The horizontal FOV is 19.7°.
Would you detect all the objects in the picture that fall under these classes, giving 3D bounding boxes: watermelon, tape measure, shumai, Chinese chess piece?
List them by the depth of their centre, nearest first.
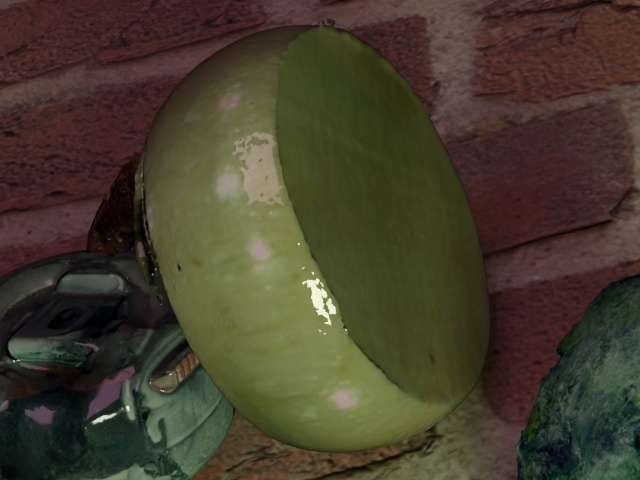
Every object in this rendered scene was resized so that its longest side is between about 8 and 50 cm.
[{"bbox_3d":[0.228,0.170,1.331,0.148,0.318,0.226,2,10,30],"label":"watermelon"},{"bbox_3d":[0.000,0.000,1.491,0.146,0.349,0.349,-21,42,27],"label":"Chinese chess piece"},{"bbox_3d":[-0.201,0.110,1.588,0.256,0.147,0.275,-2,34,14],"label":"tape measure"},{"bbox_3d":[-0.179,-0.027,1.778,0.123,0.105,0.139,-20,20,10],"label":"shumai"}]
